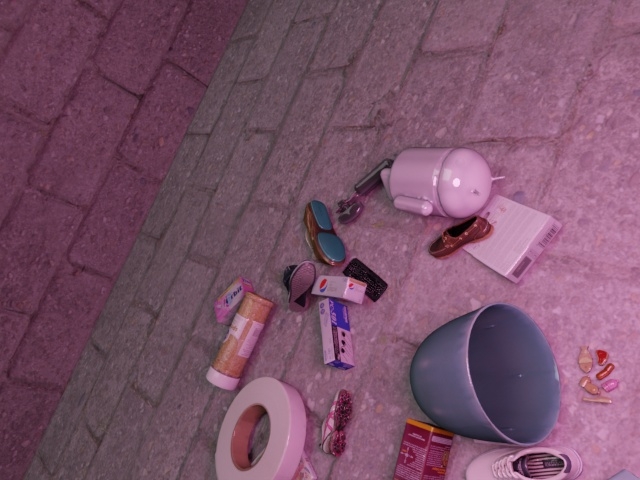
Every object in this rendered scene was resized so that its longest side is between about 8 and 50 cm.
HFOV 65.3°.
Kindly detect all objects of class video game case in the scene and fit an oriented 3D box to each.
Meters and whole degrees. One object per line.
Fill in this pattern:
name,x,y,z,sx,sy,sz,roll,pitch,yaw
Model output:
video game case,0.419,0.431,1.132,0.122,0.087,0.011,-14,101,40
video game case,-0.127,0.726,1.556,0.227,0.026,0.206,-51,42,11

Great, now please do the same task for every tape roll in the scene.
tape roll,-0.201,0.639,1.613,0.392,0.072,0.392,-32,42,34

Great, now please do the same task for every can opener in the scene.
can opener,0.161,-0.173,1.755,0.280,0.074,0.093,-45,77,20

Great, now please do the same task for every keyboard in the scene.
keyboard,0.130,0.132,1.624,0.100,0.038,0.192,-56,40,5

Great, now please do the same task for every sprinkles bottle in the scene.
sprinkles bottle,-0.298,0.371,1.862,0.121,0.121,0.355,19,81,49

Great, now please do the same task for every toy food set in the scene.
toy food set,0.598,0.288,1.072,0.078,0.019,0.122,-8,55,43

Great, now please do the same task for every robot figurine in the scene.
robot figurine,0.344,-0.171,1.453,0.300,0.199,0.353,-44,33,-25

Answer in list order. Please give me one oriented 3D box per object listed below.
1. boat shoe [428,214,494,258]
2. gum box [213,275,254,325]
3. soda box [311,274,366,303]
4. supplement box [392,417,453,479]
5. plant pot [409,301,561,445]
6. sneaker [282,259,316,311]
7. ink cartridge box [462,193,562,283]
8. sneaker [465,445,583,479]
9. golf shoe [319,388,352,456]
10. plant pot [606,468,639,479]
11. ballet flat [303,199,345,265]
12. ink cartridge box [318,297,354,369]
boat shoe,0.380,-0.014,1.405,0.207,0.073,0.073,-34,38,41
gum box,-0.354,0.250,2.031,0.188,0.062,0.107,-44,43,18
soda box,0.056,0.156,1.615,0.216,0.074,0.069,-3,68,62
supplement box,0.247,0.544,1.217,0.081,0.104,0.188,2,70,47
plant pot,0.345,0.307,1.128,0.235,0.293,0.293,-30,47,51
sneaker,-0.076,0.116,1.750,0.163,0.086,0.226,-97,21,-49
ink cartridge box,0.498,-0.011,1.336,0.189,0.066,0.232,-55,20,7
sneaker,0.422,0.487,1.079,0.258,0.091,0.094,-30,49,31
golf shoe,0.037,0.529,1.469,0.086,0.067,0.186,-5,65,46
plant pot,0.536,0.545,0.887,0.234,0.166,0.165,-53,40,-3
ballet flat,0.000,0.000,1.791,0.124,0.116,0.342,-60,36,33
ink cartridge box,0.050,0.293,1.567,0.046,0.097,0.207,-30,49,31
